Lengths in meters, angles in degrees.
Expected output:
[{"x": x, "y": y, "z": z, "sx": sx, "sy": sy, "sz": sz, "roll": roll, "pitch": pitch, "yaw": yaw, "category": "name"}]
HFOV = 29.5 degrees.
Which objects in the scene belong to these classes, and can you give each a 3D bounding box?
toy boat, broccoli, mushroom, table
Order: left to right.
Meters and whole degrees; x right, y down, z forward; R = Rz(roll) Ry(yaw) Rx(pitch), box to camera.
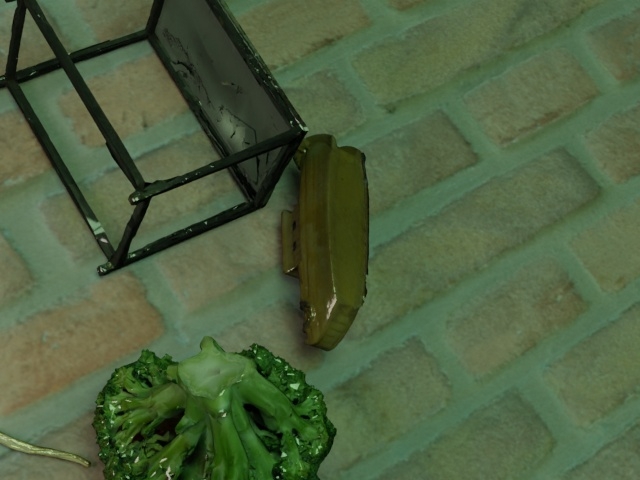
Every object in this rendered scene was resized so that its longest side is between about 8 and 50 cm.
[{"x": -0.419, "y": 0.231, "z": 1.487, "sx": 0.286, "sy": 0.026, "sz": 0.028, "roll": 17, "pitch": 76, "yaw": -13, "category": "mushroom"}, {"x": -0.241, "y": -0.183, "z": 1.643, "sx": 0.272, "sy": 0.222, "sz": 0.335, "roll": -25, "pitch": 74, "yaw": -30, "category": "table"}, {"x": -0.132, "y": 0.233, "z": 1.455, "sx": 0.308, "sy": 0.275, "sz": 0.307, "roll": -3, "pitch": 45, "yaw": 3, "category": "broccoli"}, {"x": 0.000, "y": 0.000, "z": 1.695, "sx": 0.089, "sy": 0.121, "sz": 0.321, "roll": 21, "pitch": 57, "yaw": -37, "category": "toy boat"}]
